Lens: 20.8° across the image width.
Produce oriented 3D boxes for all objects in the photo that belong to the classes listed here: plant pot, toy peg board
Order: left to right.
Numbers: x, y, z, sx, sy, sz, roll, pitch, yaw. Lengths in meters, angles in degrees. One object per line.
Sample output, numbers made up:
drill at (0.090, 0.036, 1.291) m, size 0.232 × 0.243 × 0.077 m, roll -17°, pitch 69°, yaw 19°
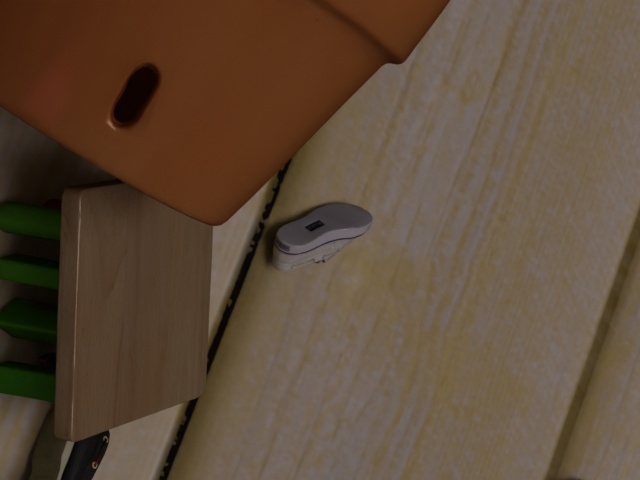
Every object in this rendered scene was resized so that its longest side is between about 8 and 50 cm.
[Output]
toy peg board at (-0.147, 0.034, 1.164) m, size 0.160 × 0.079 × 0.161 m, roll -14°, pitch 110°, yaw -61°
plant pot at (-0.092, -0.144, 1.044) m, size 0.291 × 0.291 × 0.203 m, roll 29°, pitch 95°, yaw -47°

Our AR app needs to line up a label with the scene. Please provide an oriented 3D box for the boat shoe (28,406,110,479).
boat shoe at (-0.180, 0.176, 1.164) m, size 0.042 × 0.049 × 0.133 m, roll 36°, pitch 68°, yaw -37°

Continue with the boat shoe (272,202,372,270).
boat shoe at (0.000, 0.000, 1.336) m, size 0.100 × 0.035 × 0.035 m, roll -25°, pitch 143°, yaw -46°
